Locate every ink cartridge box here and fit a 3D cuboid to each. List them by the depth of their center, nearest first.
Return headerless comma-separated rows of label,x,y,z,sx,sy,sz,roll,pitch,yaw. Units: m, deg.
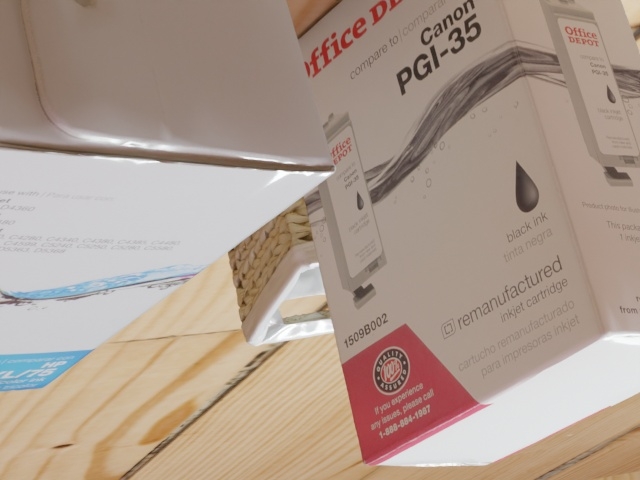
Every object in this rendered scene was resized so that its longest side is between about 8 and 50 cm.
ink cartridge box,-0.168,-0.063,0.748,0.197,0.198,0.270,3,153,-42
ink cartridge box,0.095,-0.031,0.920,0.117,0.283,0.207,5,151,-38

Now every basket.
basket,0.000,0.000,1.188,0.113,0.103,0.167,-8,159,-21
